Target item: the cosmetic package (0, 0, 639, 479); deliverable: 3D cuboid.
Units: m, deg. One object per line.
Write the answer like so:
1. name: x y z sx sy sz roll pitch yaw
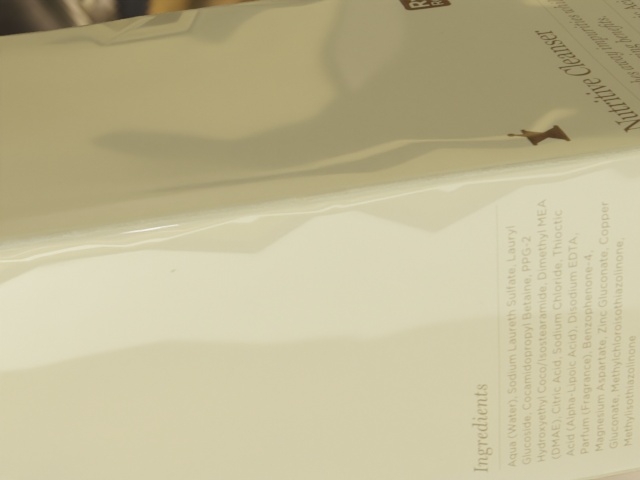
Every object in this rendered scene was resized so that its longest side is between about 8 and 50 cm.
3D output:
1. cosmetic package: 0.000 0.000 0.733 0.385 0.156 0.217 -8 -152 -12
